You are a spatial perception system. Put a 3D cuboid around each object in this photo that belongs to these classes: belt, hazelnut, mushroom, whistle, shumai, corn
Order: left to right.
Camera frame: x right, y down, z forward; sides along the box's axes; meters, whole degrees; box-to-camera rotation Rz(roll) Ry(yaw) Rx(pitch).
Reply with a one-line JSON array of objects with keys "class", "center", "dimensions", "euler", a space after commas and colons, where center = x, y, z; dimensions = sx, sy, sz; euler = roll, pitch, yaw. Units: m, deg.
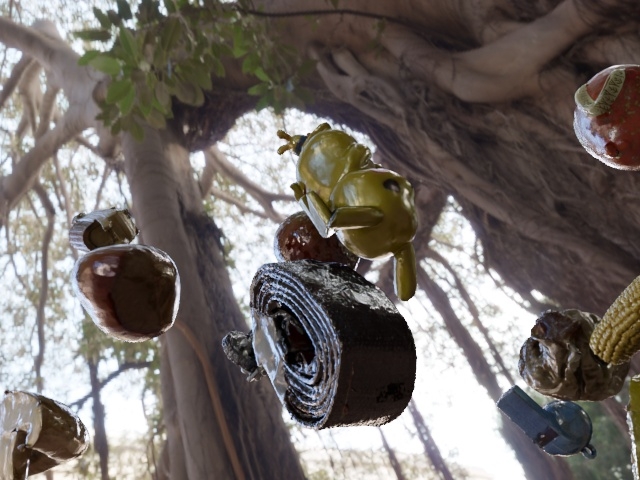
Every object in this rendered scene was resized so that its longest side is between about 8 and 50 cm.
[{"class": "mushroom", "center": [-0.460, 0.333, 1.186], "dimensions": [0.151, 0.156, 0.286], "euler": [17, -36, -40]}, {"class": "hazelnut", "center": [-0.363, 0.089, 1.375], "dimensions": [0.186, 0.210, 0.210], "euler": [-40, -43, -9]}, {"class": "belt", "center": [0.016, 0.132, 0.977], "dimensions": [0.164, 0.289, 0.184], "euler": [2, -65, -30]}, {"class": "whistle", "center": [0.352, 0.270, 1.088], "dimensions": [0.090, 0.158, 0.090], "euler": [-42, -15, -14]}, {"class": "shumai", "center": [0.517, 0.232, 1.435], "dimensions": [0.218, 0.184, 0.185], "euler": [14, -10, 11]}, {"class": "corn", "center": [0.598, 0.093, 1.271], "dimensions": [0.101, 0.101, 0.310], "euler": [23, -63, -39]}]

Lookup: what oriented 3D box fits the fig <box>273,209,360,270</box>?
[{"class": "fig", "center": [-0.004, 0.018, 1.883], "dimensions": [0.214, 0.235, 0.235], "euler": [-42, -45, 0]}]

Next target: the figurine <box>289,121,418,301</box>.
[{"class": "figurine", "center": [0.057, -0.070, 1.234], "dimensions": [0.169, 0.327, 0.218], "euler": [-47, -49, 4]}]

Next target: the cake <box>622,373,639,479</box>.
[{"class": "cake", "center": [0.600, 0.339, 1.226], "dimensions": [0.156, 0.260, 0.179], "euler": [-5, -45, 20]}]

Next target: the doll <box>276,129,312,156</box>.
[{"class": "doll", "center": [-0.016, -0.201, 1.641], "dimensions": [0.179, 0.089, 0.102], "euler": [10, -51, 9]}]

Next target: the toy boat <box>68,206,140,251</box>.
[{"class": "toy boat", "center": [-0.516, -0.019, 1.667], "dimensions": [0.115, 0.310, 0.089], "euler": [-41, -66, -27]}]

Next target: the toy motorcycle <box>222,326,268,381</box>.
[{"class": "toy motorcycle", "center": [-0.085, 0.220, 1.438], "dimensions": [0.106, 0.159, 0.270], "euler": [-49, -11, 22]}]

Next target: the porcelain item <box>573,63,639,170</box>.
[{"class": "porcelain item", "center": [0.673, -0.260, 1.603], "dimensions": [0.253, 0.253, 0.253], "euler": [-13, -45, -13]}]
